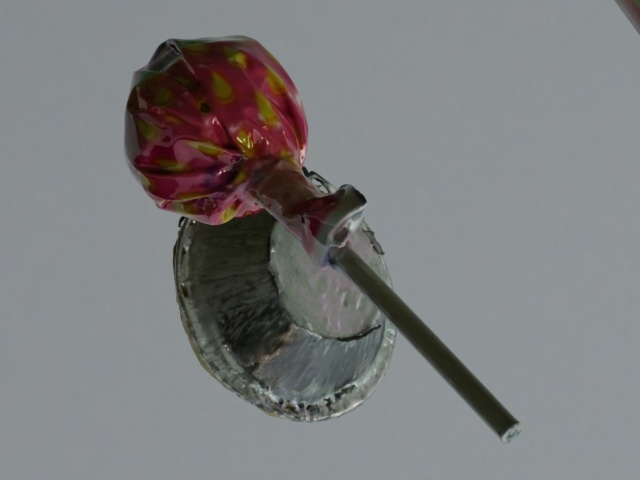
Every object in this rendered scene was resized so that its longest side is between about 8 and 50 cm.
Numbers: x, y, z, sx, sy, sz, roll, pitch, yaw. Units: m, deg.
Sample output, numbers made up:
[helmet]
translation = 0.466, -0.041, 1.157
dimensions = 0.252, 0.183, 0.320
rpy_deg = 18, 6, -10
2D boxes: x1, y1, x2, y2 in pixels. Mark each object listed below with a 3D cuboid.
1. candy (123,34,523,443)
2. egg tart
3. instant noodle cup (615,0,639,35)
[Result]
[candy]
translation = 0.000, 0.000, 1.097
dimensions = 0.124, 0.124, 0.365
rpy_deg = -29, -129, -17
[egg tart]
translation = -0.017, 0.038, 1.554
dimensions = 0.234, 0.094, 0.234
rpy_deg = 16, -117, -34
[instant noodle cup]
translation = 0.191, -0.166, 0.693
dimensions = 0.250, 0.250, 0.192
rpy_deg = -21, -137, -11
